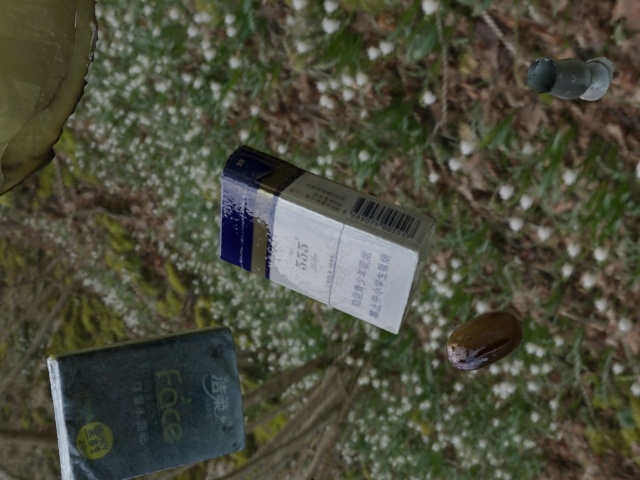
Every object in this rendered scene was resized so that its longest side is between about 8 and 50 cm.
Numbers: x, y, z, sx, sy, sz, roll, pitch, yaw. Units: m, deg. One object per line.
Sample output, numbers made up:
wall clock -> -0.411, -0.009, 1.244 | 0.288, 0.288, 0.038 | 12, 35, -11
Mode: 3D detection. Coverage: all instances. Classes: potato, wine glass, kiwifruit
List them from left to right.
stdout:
potato -> -0.355, -0.198, 0.842 | 0.242, 0.286, 0.242 | 9, -157, -4
kiwifruit -> 0.252, 0.152, 1.337 | 0.075, 0.124, 0.075 | 60, -172, -14
wine glass -> 0.217, -0.144, 0.759 | 0.083, 0.039, 0.042 | -2, 159, -40

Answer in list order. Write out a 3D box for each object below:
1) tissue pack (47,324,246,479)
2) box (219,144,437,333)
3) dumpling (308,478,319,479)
tissue pack -> -0.243, 0.231, 1.236 | 0.257, 0.185, 0.081 | -7, -179, -29
box -> 0.000, 0.000, 1.068 | 0.259, 0.071, 0.168 | 24, 141, 12
dumpling -> 0.070, 0.410, 1.243 | 0.247, 0.142, 0.172 | 34, 178, -15
